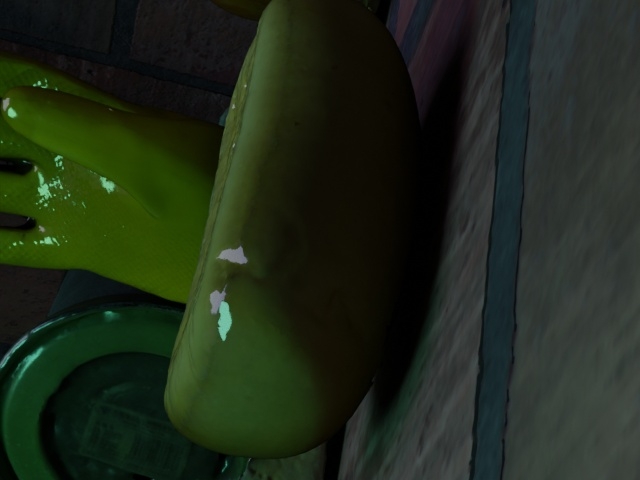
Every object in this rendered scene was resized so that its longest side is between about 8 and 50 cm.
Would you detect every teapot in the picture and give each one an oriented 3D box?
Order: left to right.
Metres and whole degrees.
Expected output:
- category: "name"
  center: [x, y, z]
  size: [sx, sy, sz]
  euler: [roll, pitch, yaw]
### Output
- category: "teapot"
  center: [-0.094, 0.028, 1.046]
  size: [0.337, 0.200, 0.270]
  euler: [-82, 11, -63]

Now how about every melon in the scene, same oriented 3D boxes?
- category: "melon"
  center: [-0.030, 0.149, 0.821]
  size: [0.182, 0.054, 0.098]
  euler: [110, 177, -57]

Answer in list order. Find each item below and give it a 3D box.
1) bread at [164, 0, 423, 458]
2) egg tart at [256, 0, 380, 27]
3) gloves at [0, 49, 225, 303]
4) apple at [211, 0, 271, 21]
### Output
- category: "bread"
  center: [-0.006, -0.005, 0.674]
  size: [0.147, 0.098, 0.217]
  euler: [125, 160, -58]
- category: "egg tart"
  center: [0.001, -0.174, 1.126]
  size: [0.212, 0.090, 0.212]
  euler: [-164, 90, -82]
- category: "gloves"
  center: [-0.116, -0.022, 0.821]
  size: [0.116, 0.294, 0.133]
  euler: [-89, 14, -70]
- category: "apple"
  center: [-0.030, -0.294, 1.311]
  size: [0.235, 0.173, 0.210]
  euler: [-100, 27, -55]
